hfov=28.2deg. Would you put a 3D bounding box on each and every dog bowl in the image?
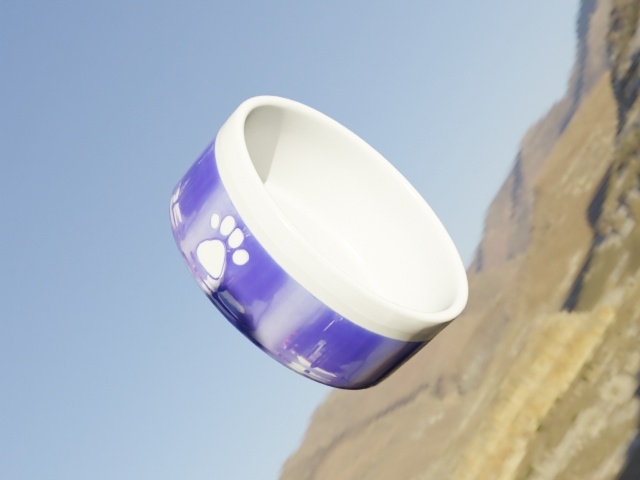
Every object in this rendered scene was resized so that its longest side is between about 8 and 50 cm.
[{"bbox_3d":[0.000,0.000,1.131,0.104,0.265,0.265,-46,-4,25],"label":"dog bowl"}]
